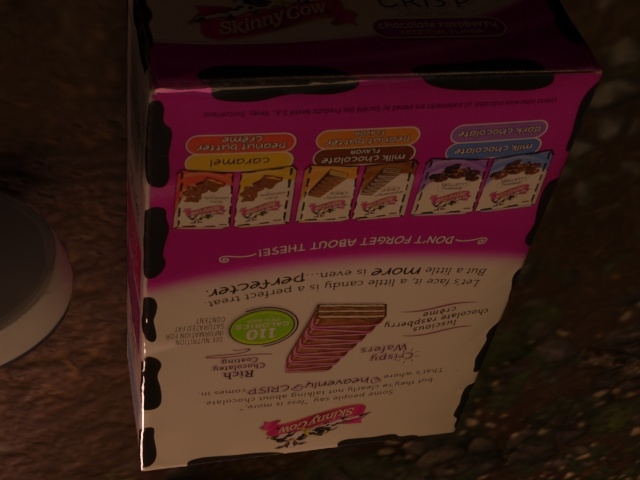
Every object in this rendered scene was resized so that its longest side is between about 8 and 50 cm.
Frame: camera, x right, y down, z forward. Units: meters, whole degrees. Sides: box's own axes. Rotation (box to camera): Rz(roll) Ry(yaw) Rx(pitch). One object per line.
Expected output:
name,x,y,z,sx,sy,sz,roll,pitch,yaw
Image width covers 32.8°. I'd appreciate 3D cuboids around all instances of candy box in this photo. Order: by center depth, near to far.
candy box,0.000,0.000,0.457,0.159,0.071,0.233,-4,138,-14

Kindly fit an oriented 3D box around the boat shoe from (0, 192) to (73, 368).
boat shoe,-0.212,0.048,0.442,0.258,0.095,0.084,-11,145,11
